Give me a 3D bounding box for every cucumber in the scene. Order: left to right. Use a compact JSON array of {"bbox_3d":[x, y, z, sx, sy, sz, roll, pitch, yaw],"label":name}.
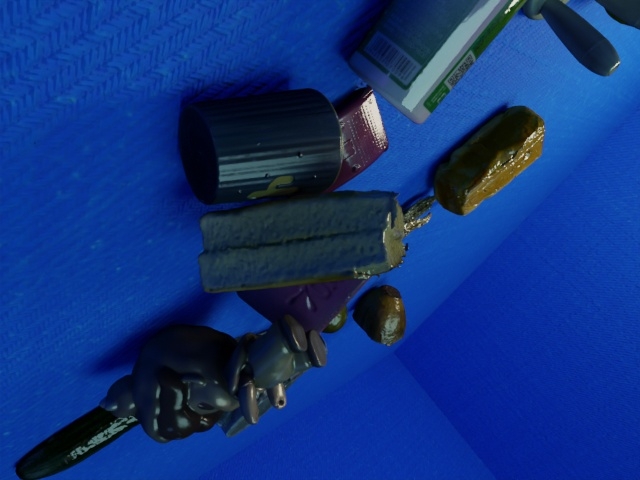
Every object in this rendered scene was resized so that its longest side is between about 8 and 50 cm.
[{"bbox_3d":[-0.494,0.420,0.860,0.243,0.063,0.115,-30,154,-19],"label":"cucumber"}]

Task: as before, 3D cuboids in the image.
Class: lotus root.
[{"bbox_3d":[0.244,0.250,1.511,0.199,0.188,0.180,-11,130,-44],"label":"lotus root"}]

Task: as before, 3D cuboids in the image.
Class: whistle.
[{"bbox_3d":[-0.152,0.336,1.087,0.404,0.168,0.188,-33,157,-26],"label":"whistle"}]

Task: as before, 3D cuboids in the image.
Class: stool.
[{"bbox_3d":[0.465,-0.411,0.658,0.195,0.199,0.195,-34,157,-9],"label":"stool"}]

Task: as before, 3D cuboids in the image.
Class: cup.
[{"bbox_3d":[-0.082,-0.100,0.500,0.155,0.131,0.176,-15,166,-35],"label":"cup"}]

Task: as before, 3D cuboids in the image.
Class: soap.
[{"bbox_3d":[-0.014,0.051,0.766,0.259,0.181,0.081,-49,-174,23],"label":"soap"}]

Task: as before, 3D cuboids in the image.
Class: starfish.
[{"bbox_3d":[0.197,-0.010,1.126,0.303,0.060,0.299,-55,159,18],"label":"starfish"}]

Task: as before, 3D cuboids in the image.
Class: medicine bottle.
[{"bbox_3d":[0.165,-0.290,0.503,0.274,0.133,0.133,-50,155,22],"label":"medicine bottle"}]

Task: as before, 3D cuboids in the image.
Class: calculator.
[{"bbox_3d":[0.020,-0.135,0.637,0.190,0.034,0.127,-36,136,-6],"label":"calculator"}]

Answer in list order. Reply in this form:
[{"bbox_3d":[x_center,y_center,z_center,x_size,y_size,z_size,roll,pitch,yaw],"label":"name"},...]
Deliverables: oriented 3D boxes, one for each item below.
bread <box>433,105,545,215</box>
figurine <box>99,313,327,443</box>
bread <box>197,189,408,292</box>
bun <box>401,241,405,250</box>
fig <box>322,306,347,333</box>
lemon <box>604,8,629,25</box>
[{"bbox_3d":[0.422,-0.196,1.045,0.294,0.132,0.167,-39,156,-1],"label":"bread"},{"bbox_3d":[-0.185,0.236,0.752,0.380,0.203,0.248,-20,163,17],"label":"figurine"},{"bbox_3d":[0.000,0.000,0.570,0.245,0.111,0.239,-6,180,16],"label":"bread"},{"bbox_3d":[0.071,0.027,0.912,0.220,0.134,0.220,-27,176,-2],"label":"bun"},{"bbox_3d":[0.038,0.143,1.116,0.124,0.124,0.237,-4,123,-53],"label":"fig"},{"bbox_3d":[0.659,-0.512,0.789,0.248,0.184,0.184,-28,154,-23],"label":"lemon"}]
